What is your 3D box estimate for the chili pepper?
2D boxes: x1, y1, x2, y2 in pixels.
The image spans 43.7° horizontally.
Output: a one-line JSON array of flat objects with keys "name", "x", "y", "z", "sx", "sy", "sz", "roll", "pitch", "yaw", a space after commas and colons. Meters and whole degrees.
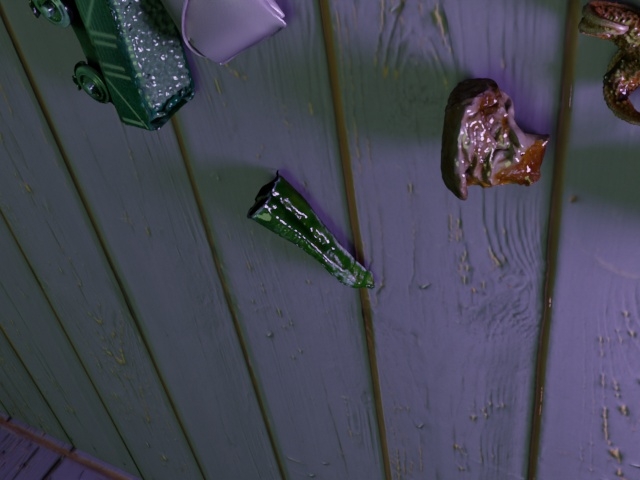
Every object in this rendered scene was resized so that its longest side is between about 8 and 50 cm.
[{"name": "chili pepper", "x": 0.000, "y": 0.000, "z": 1.159, "sx": 0.227, "sy": 0.088, "sz": 0.059, "roll": 40, "pitch": 147, "yaw": -19}]

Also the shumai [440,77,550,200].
[{"name": "shumai", "x": 0.190, "y": -0.108, "z": 0.866, "sx": 0.116, "sy": 0.146, "sz": 0.146, "roll": 2, "pitch": 135, "yaw": 7}]

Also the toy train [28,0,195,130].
[{"name": "toy train", "x": -0.271, "y": -0.267, "z": 1.039, "sx": 0.154, "sy": 0.115, "sz": 0.269, "roll": 19, "pitch": 139, "yaw": 30}]

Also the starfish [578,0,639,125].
[{"name": "starfish", "x": 0.323, "y": -0.154, "z": 0.724, "sx": 0.146, "sy": 0.074, "sz": 0.190, "roll": -3, "pitch": 128, "yaw": 42}]

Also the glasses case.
[{"name": "glasses case", "x": -0.156, "y": -0.339, "z": 0.896, "sx": 0.128, "sy": 0.083, "sz": 0.308, "roll": -5, "pitch": 127, "yaw": 42}]
